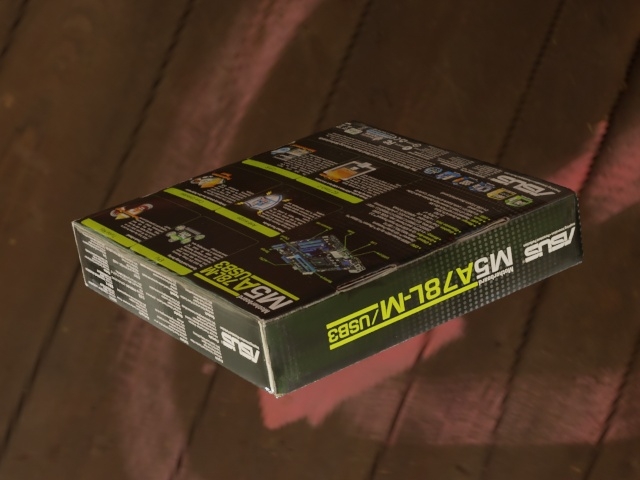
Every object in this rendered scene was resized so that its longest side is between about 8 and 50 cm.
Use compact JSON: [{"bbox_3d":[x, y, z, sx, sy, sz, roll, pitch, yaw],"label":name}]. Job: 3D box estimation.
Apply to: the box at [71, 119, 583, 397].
[{"bbox_3d":[0.000,0.000,0.805,0.191,0.184,0.045,23,-50,52],"label":"box"}]
